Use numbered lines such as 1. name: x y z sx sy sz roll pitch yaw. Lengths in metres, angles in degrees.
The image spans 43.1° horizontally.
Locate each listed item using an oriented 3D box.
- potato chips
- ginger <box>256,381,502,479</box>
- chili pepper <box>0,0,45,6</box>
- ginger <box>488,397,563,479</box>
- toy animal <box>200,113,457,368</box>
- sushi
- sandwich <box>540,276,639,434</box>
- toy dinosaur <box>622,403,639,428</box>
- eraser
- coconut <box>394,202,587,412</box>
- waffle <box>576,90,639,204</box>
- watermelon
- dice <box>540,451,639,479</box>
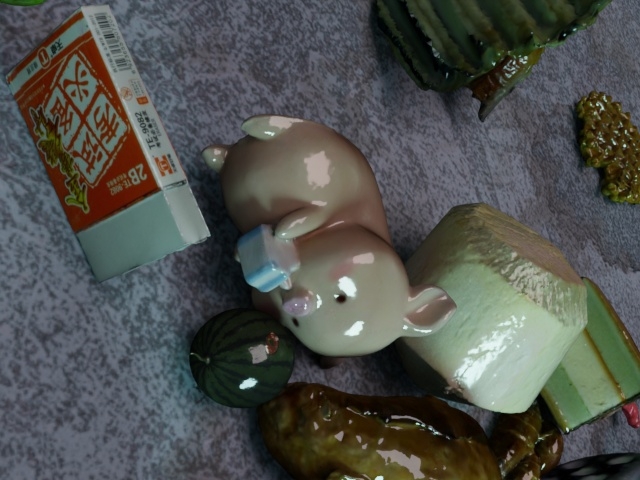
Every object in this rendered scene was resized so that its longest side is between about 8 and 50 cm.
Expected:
1. potato chips: 0.246 -0.399 1.195 0.070 0.359 0.429 54 13 -49
2. ginger: 0.084 0.248 0.905 0.321 0.172 0.165 27 97 -27
3. chili pepper: -0.360 -0.262 0.677 0.261 0.174 0.165 37 59 -19
4. ginger: 0.282 0.304 1.151 0.103 0.073 0.162 46 55 -3
5. toy animal: 0.000 0.004 0.900 0.213 0.195 0.256 5 69 -50
6. sushi: 0.272 -0.339 1.291 0.139 0.184 0.274 37 58 -22
7. sandwich: 0.388 0.170 1.223 0.198 0.155 0.227 63 11 20
8. toy dinosaur: 0.501 0.183 1.409 0.139 0.070 0.286 -10 79 -55
9. eraser: -0.206 -0.083 0.770 0.038 0.157 0.230 -26 94 -48
10. coconut: 0.199 0.097 1.040 0.239 0.244 0.239 28 20 -11
11. waffle: 0.582 -0.183 1.610 0.229 0.051 0.231 9 68 -40
12. watermelon: -0.090 0.121 0.839 0.133 0.105 0.105 12 68 -51
13. dice: 0.402 0.411 1.146 0.181 0.183 0.182 -12 82 -43
